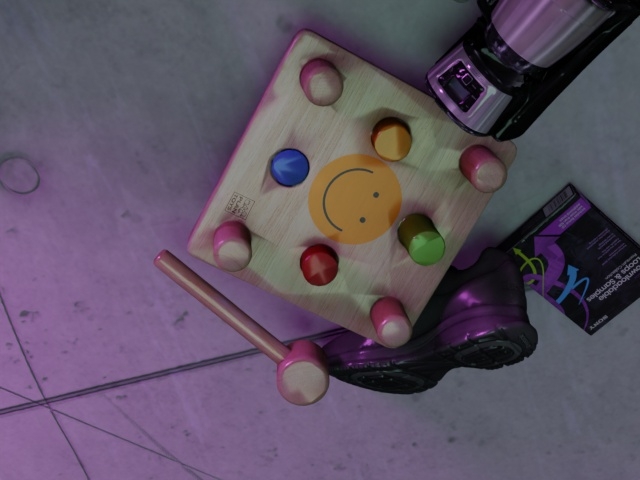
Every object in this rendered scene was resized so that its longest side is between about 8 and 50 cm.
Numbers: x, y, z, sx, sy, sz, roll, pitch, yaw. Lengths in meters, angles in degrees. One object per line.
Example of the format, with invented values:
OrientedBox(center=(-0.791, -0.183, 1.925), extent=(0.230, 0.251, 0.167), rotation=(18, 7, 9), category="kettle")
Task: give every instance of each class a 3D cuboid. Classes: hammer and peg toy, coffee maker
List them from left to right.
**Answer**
OrientedBox(center=(0.000, 0.000, 0.957), extent=(0.265, 0.127, 0.361), rotation=(27, 105, -14), category="hammer and peg toy")
OrientedBox(center=(0.208, -0.182, 0.879), extent=(0.171, 0.120, 0.178), rotation=(9, 139, -36), category="coffee maker")

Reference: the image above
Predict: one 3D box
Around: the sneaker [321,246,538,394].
OrientedBox(center=(0.117, 0.094, 1.071), extent=(0.286, 0.130, 0.109), rotation=(-20, 144, 36), category="sneaker")

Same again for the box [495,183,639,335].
OrientedBox(center=(0.295, 0.025, 1.067), extent=(0.162, 0.029, 0.116), rotation=(36, 115, -21), category="box")

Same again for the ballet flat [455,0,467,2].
OrientedBox(center=(0.059, -0.296, 0.864), extent=(0.068, 0.072, 0.213), rotation=(-21, 122, 44), category="ballet flat")
